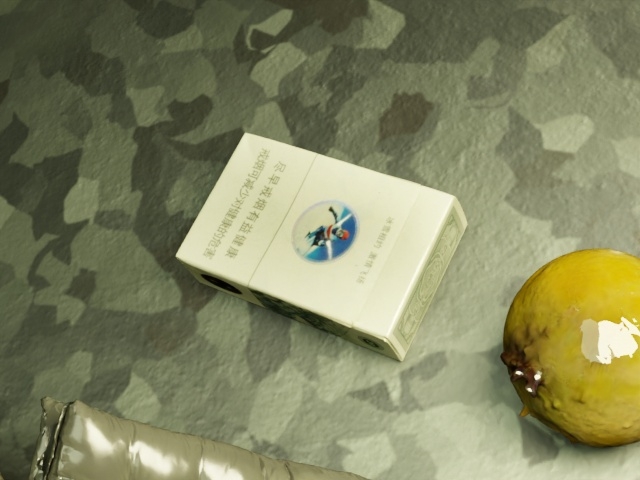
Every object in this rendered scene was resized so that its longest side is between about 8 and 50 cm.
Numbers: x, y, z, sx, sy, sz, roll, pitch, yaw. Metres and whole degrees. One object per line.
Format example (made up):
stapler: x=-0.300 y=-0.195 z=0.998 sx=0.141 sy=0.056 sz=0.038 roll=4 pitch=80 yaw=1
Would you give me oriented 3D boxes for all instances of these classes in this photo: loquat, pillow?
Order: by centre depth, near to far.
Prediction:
pillow: x=-0.105 y=0.281 z=0.879 sx=0.326 sy=0.101 sz=0.228 roll=20 pitch=67 yaw=-19
loquat: x=0.252 y=0.088 z=0.906 sx=0.205 sy=0.149 sz=0.172 roll=-19 pitch=58 yaw=-8

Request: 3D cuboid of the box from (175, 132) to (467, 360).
box: x=0.000 y=0.000 z=1.077 sx=0.257 sy=0.069 sz=0.164 roll=19 pitch=72 yaw=26

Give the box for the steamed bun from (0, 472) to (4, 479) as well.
steamed bun: x=-0.403 y=0.321 z=0.922 sx=0.374 sy=0.241 sz=0.374 roll=-45 pitch=31 yaw=36
